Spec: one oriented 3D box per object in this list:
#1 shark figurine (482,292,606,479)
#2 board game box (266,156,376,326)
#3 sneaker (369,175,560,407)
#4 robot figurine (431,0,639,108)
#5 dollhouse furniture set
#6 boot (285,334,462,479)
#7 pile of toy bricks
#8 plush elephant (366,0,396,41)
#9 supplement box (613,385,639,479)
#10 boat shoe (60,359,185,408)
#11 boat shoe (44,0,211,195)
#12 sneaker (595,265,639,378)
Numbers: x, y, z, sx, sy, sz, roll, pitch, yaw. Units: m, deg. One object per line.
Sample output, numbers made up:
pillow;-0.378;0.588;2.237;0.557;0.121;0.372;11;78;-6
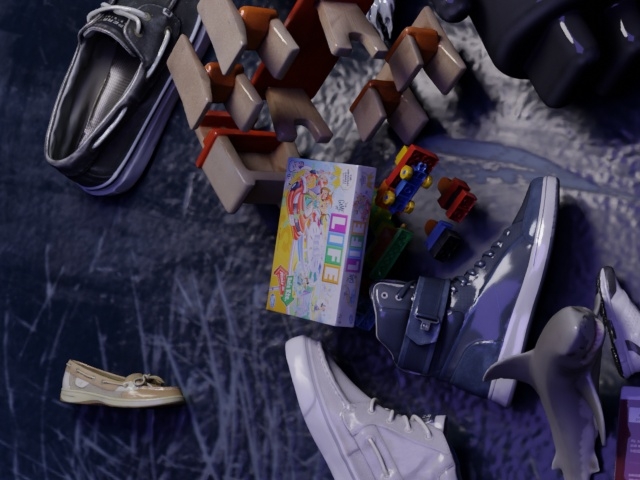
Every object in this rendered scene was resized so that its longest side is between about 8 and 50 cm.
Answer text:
shark figurine;0.207;0.157;1.307;0.116;0.166;0.278;0;117;10
board game box;0.000;0.000;1.383;0.103;0.026;0.154;10;92;48
sneaker;0.136;0.029;1.375;0.163;0.086;0.226;17;85;11
robot figurine;0.214;-0.270;1.378;0.174;0.209;0.278;-34;66;28
dollhouse furniture set;-0.034;-0.156;1.433;0.259;0.262;0.135;-55;47;40
boot;0.067;0.191;1.391;0.123;0.095;0.258;-27;77;10
pile of toy bricks;0.056;-0.015;1.442;0.212;0.118;0.105;-55;34;21
plush elephant;-0.034;-0.382;1.465;0.256;0.272;0.329;7;105;0
supplement box;0.327;0.254;1.260;0.130;0.073;0.239;2;78;24
boat shoe;-0.214;0.156;1.537;0.153;0.056;0.048;0;82;32
boat shoe;-0.206;-0.214;1.584;0.121;0.119;0.335;15;84;26
sneaker;0.289;0.074;1.344;0.044;0.040;0.109;-15;75;3
